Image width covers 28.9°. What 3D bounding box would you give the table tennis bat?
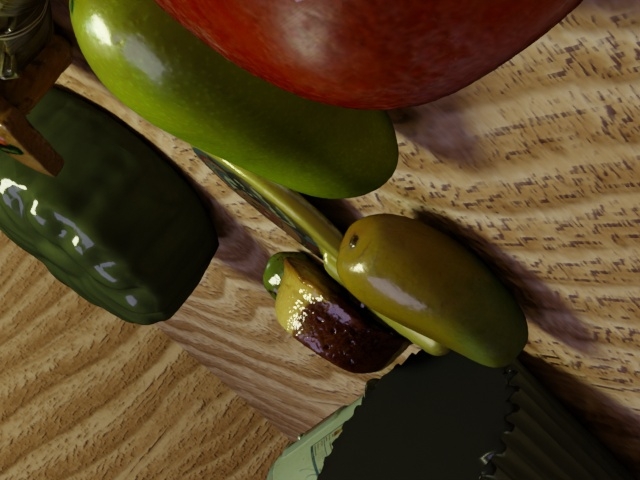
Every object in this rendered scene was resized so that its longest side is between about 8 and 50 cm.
[{"bbox_3d":[0.000,0.000,1.321,0.369,0.054,0.224,38,173,12],"label":"table tennis bat"}]

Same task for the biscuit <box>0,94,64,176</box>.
[{"bbox_3d":[-0.411,-0.172,1.383,0.301,0.043,0.278,41,167,-8],"label":"biscuit"}]

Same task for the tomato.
[{"bbox_3d":[-0.031,-0.176,0.577,0.338,0.143,0.338,35,160,15],"label":"tomato"}]

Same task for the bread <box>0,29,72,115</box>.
[{"bbox_3d":[-0.388,-0.244,1.421,0.211,0.114,0.083,39,-177,-3],"label":"bread"}]

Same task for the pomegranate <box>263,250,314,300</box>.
[{"bbox_3d":[-0.031,0.046,1.541,0.073,0.073,0.084,34,-157,18],"label":"pomegranate"}]

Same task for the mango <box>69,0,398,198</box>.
[{"bbox_3d":[-0.054,-0.124,0.889,0.175,0.143,0.293,15,164,46],"label":"mango"}]

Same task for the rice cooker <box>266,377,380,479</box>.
[{"bbox_3d":[0.087,0.347,1.743,0.264,0.317,0.316,55,170,13],"label":"rice cooker"}]

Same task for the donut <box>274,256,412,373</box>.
[{"bbox_3d":[0.022,0.086,1.380,0.166,0.073,0.184,34,-170,17],"label":"donut"}]

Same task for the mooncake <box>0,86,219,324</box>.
[{"bbox_3d":[-0.317,-0.040,1.723,0.356,0.194,0.356,36,168,9],"label":"mooncake"}]

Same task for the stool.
[{"bbox_3d":[0.203,0.311,1.338,0.330,0.297,0.297,40,167,-23],"label":"stool"}]

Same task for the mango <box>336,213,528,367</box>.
[{"bbox_3d":[0.105,0.047,1.118,0.195,0.092,0.130,38,166,-15],"label":"mango"}]

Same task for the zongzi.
[{"bbox_3d":[-0.360,-0.296,1.198,0.248,0.111,0.241,42,159,-2],"label":"zongzi"}]
